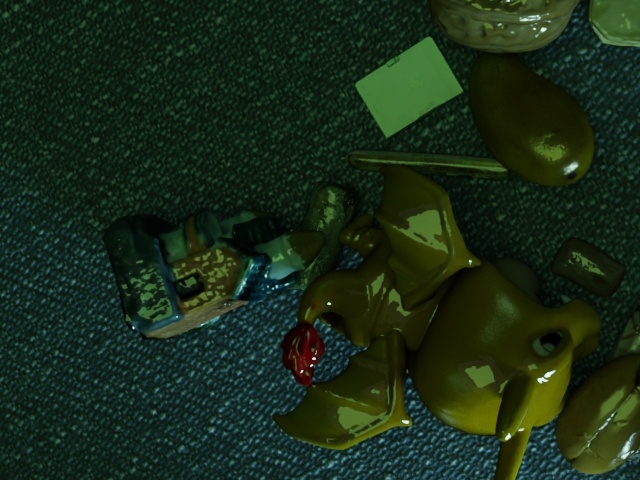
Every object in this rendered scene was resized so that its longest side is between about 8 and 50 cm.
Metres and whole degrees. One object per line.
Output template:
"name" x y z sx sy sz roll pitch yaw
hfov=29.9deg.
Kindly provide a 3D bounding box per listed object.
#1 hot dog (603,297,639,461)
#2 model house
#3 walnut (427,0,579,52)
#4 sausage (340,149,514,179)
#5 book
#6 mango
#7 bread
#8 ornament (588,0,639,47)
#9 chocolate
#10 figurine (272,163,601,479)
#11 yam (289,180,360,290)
"hot dog" 0.450 0.194 1.683 0.131 0.069 0.253 22 97 21
"model house" -0.131 0.020 1.730 0.291 0.253 0.184 -18 80 12
"walnut" 0.252 -0.350 1.630 0.213 0.213 0.213 1 95 15
"sausage" 0.160 -0.111 1.749 0.269 0.033 0.033 5 96 14
"book" 0.128 -0.225 1.756 0.135 0.017 0.103 -32 89 16
"mango" 0.288 -0.170 1.679 0.136 0.099 0.227 -40 74 10
"bread" 0.393 0.237 1.630 0.114 0.077 0.189 42 108 24
"ornament" 0.461 -0.366 1.638 0.180 0.059 0.201 5 94 11
"chocolate" 0.381 0.042 1.705 0.100 0.031 0.064 32 106 9
"figurine" 0.150 0.145 1.656 0.387 0.268 0.401 28 90 25
"yam" 0.000 0.000 1.778 0.078 0.078 0.179 21 99 12
